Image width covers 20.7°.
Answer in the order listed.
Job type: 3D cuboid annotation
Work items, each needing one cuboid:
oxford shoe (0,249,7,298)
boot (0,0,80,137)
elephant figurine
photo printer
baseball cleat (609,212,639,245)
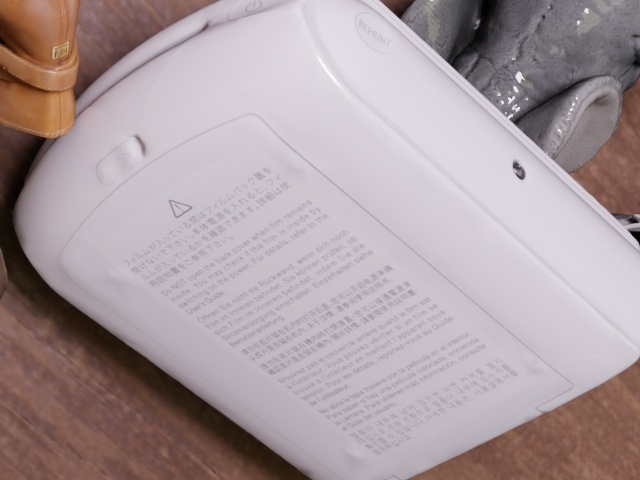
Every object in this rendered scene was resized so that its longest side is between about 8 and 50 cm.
[{"bbox_3d":[-0.232,-0.057,0.952,0.096,0.083,0.227,-29,108,-47],"label":"oxford shoe"},{"bbox_3d":[-0.192,-0.150,0.914,0.073,0.197,0.152,-25,135,-27],"label":"boot"},{"bbox_3d":[0.120,-0.090,1.058,0.239,0.169,0.186,-45,120,-18],"label":"elephant figurine"},{"bbox_3d":[0.000,0.000,0.981,0.307,0.256,0.107,39,38,-26],"label":"photo printer"},{"bbox_3d":[0.249,0.019,1.176,0.206,0.109,0.072,2,93,-29],"label":"baseball cleat"}]
